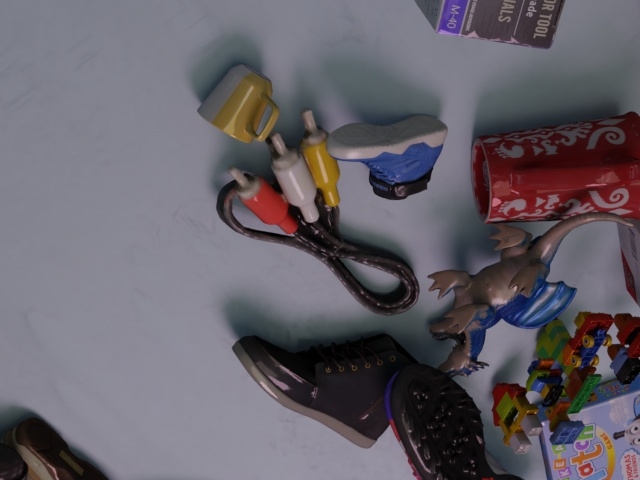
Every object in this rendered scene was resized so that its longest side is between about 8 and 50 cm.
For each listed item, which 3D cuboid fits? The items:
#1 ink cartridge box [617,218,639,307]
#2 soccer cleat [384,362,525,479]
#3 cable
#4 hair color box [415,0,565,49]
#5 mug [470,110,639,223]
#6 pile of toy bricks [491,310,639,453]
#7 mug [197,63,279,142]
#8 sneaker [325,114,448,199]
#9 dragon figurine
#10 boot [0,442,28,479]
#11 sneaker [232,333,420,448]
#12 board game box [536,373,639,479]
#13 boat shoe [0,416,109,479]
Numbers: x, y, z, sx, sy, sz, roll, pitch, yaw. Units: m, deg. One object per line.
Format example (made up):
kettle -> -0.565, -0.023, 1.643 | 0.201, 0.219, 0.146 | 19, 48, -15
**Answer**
ink cartridge box -> 0.385, 0.038, 1.639 | 0.072, 0.175, 0.127 | -16, 121, -4
soccer cleat -> 0.140, 0.250, 1.721 | 0.318, 0.116, 0.109 | 50, 59, -36
cable -> 0.000, 0.000, 1.584 | 0.139, 0.072, 0.287 | -36, 120, -1
hair color box -> 0.122, -0.313, 1.287 | 0.110, 0.339, 0.185 | 5, 117, -16
mug -> 0.249, -0.078, 1.573 | 0.169, 0.113, 0.150 | -5, 158, -5
pile of toy bricks -> 0.273, 0.134, 1.711 | 0.118, 0.105, 0.212 | 0, 135, -30
mug -> -0.073, -0.134, 1.502 | 0.078, 0.062, 0.064 | 33, 100, 6
sneaker -> 0.062, -0.075, 1.547 | 0.152, 0.058, 0.085 | -15, 128, -43
dragon figurine -> 0.211, 0.044, 1.619 | 0.289, 0.085, 0.144 | -39, 154, 19
boot -> -0.395, 0.132, 1.547 | 0.263, 0.091, 0.229 | 21, 112, -11
sneaker -> 0.011, 0.132, 1.667 | 0.222, 0.083, 0.118 | 33, 102, -36
board game box -> 0.369, 0.236, 1.824 | 0.211, 0.039, 0.160 | -17, 121, -2
boat shoe -> -0.283, 0.277, 1.680 | 0.072, 0.068, 0.190 | -33, 104, 24
